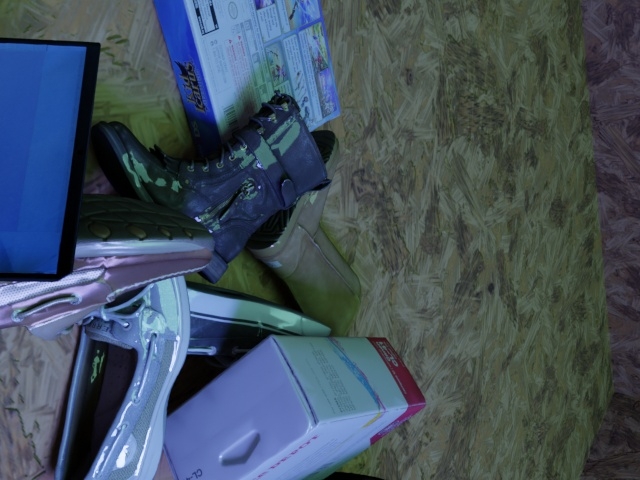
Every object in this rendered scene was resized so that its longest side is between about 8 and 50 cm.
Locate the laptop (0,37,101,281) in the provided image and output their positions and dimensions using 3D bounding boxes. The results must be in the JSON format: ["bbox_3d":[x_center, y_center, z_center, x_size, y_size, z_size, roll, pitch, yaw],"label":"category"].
[{"bbox_3d":[-0.323,-0.102,0.547,0.264,0.136,0.234,32,50,-52],"label":"laptop"}]

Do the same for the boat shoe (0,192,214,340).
[{"bbox_3d":[-0.262,0.030,0.697,0.324,0.123,0.116,-4,117,-27],"label":"boat shoe"}]

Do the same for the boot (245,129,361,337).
[{"bbox_3d":[0.000,0.000,1.120,0.236,0.089,0.269,-60,142,-21],"label":"boot"}]

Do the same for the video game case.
[{"bbox_3d":[-0.086,-0.251,0.956,0.244,0.061,0.269,-38,127,-41],"label":"video game case"}]

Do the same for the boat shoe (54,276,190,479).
[{"bbox_3d":[-0.228,0.140,0.807,0.103,0.118,0.320,-1,105,-58],"label":"boat shoe"}]

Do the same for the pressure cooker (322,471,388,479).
[{"bbox_3d":[0.022,0.592,1.033,0.375,0.369,0.420,-18,114,-69],"label":"pressure cooker"}]

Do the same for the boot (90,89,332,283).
[{"bbox_3d":[-0.117,-0.099,0.863,0.229,0.091,0.263,-47,129,-15],"label":"boot"}]

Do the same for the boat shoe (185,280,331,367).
[{"bbox_3d":[-0.108,0.127,0.970,0.306,0.113,0.105,19,88,-51],"label":"boat shoe"}]

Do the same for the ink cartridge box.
[{"bbox_3d":[-0.027,0.238,0.983,0.226,0.131,0.306,-40,153,20],"label":"ink cartridge box"}]
